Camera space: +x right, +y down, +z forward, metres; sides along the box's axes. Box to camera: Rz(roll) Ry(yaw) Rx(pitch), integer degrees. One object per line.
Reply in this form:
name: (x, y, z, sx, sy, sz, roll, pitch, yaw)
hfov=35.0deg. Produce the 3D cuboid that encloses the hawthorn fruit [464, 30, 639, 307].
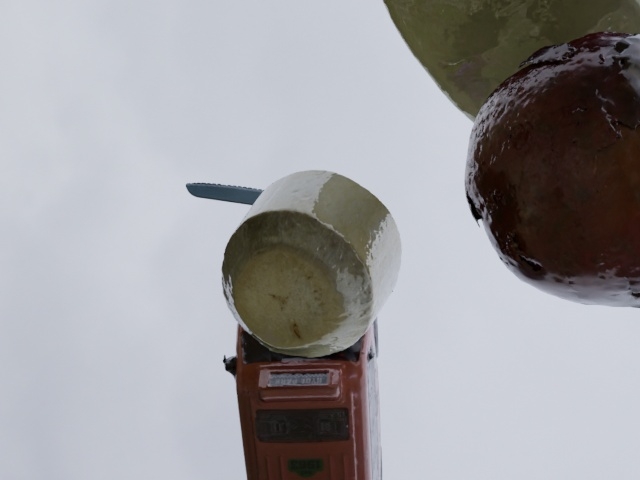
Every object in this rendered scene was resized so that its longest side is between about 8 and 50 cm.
hawthorn fruit: (0.309, -0.069, 1.113, 0.316, 0.316, 0.316, 17, -65, 42)

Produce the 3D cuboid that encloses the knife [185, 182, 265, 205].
knife: (-0.118, -0.079, 1.874, 0.313, 0.044, 0.019, 9, -34, 22)

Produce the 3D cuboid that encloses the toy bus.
toy bus: (-0.014, 0.286, 1.432, 0.203, 0.233, 0.427, -2, -61, 3)

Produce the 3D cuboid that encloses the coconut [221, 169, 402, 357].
coconut: (-0.008, 0.023, 1.215, 0.202, 0.222, 0.202, 9, -61, 16)

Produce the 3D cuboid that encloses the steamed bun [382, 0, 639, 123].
steamed bun: (0.281, -0.354, 1.406, 0.371, 0.290, 0.456, -30, -73, 32)
